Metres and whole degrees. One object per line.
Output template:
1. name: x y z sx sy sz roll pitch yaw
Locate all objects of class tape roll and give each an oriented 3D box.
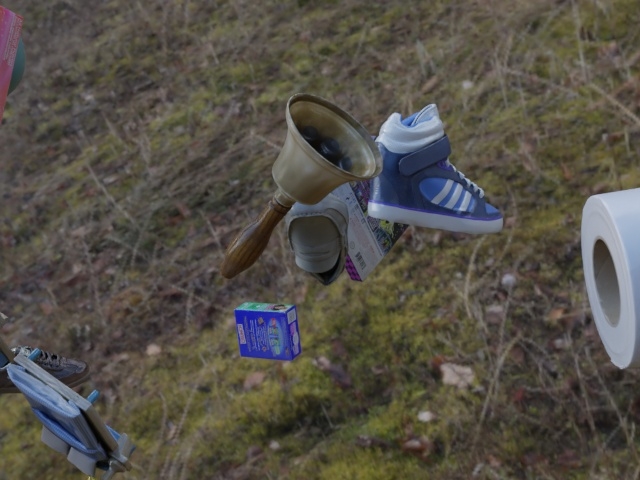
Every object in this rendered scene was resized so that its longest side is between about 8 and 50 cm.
1. tape roll: 0.502 0.060 1.318 0.100 0.286 0.286 -9 34 4

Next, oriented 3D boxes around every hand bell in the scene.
1. hand bell: -0.050 -0.039 0.951 0.242 0.126 0.126 -48 18 33

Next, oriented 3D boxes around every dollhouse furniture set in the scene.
1. dollhouse furniture set: -0.418 0.227 1.050 0.303 0.286 0.198 29 62 18

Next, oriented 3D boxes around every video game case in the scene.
1. video game case: 0.091 -0.067 1.742 0.042 0.232 0.210 7 45 44

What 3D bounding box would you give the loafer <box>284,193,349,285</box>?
1. loafer: 0.000 0.000 1.451 0.112 0.319 0.111 -3 73 9

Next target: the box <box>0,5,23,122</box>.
1. box: -0.514 -0.175 1.066 0.154 0.300 0.142 11 -1 20

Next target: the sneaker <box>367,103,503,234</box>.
1. sneaker: 0.244 -0.143 1.623 0.322 0.236 0.130 6 7 -28

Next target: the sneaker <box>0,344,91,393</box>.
1. sneaker: -0.477 0.209 1.363 0.188 0.071 0.066 -4 29 -14

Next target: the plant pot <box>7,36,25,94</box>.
1. plant pot: -0.853 -0.438 1.960 0.293 0.293 0.235 3 11 33

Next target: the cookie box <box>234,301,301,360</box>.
1. cookie box: -0.093 0.159 1.450 0.107 0.092 0.040 1 15 28
